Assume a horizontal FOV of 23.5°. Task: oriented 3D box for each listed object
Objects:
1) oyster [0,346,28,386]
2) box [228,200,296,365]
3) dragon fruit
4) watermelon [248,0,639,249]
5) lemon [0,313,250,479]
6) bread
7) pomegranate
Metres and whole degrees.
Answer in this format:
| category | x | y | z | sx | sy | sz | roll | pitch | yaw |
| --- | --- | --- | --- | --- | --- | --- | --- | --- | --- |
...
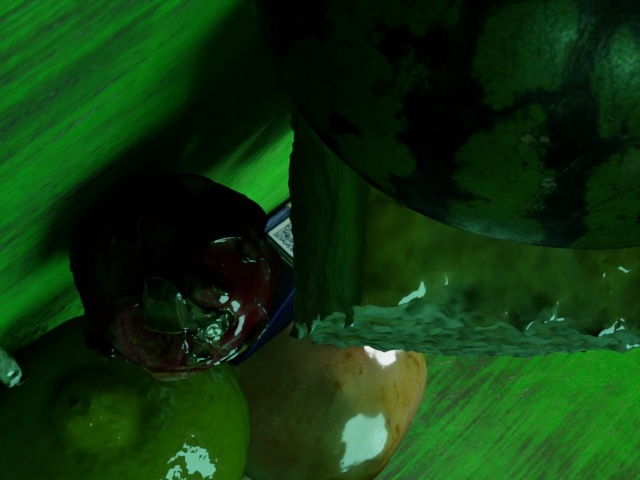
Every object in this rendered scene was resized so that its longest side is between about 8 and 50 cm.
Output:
| category | x | y | z | sx | sy | sz | roll | pitch | yaw |
| --- | --- | --- | --- | --- | --- | --- | --- | --- | --- |
| oyster | -0.251 | 0.113 | 0.898 | 0.200 | 0.061 | 0.106 | -45 | -170 | 8 |
| box | 0.000 | 0.000 | 1.490 | 0.259 | 0.071 | 0.168 | -40 | 170 | -44 |
| dragon fruit | -0.081 | 0.013 | 0.981 | 0.125 | 0.125 | 0.246 | -42 | -179 | 18 |
| watermelon | 0.110 | -0.133 | 0.653 | 0.285 | 0.285 | 0.285 | -45 | 172 | -8 |
| lemon | -0.140 | 0.141 | 1.088 | 0.184 | 0.184 | 0.248 | -45 | 171 | -12 |
| bread | 0.096 | -0.054 | 1.029 | 0.239 | 0.264 | 0.395 | 0 | 175 | -7 |
| pomegranate | 0.002 | 0.143 | 1.651 | 0.252 | 0.229 | 0.270 | -37 | 162 | -53 |
